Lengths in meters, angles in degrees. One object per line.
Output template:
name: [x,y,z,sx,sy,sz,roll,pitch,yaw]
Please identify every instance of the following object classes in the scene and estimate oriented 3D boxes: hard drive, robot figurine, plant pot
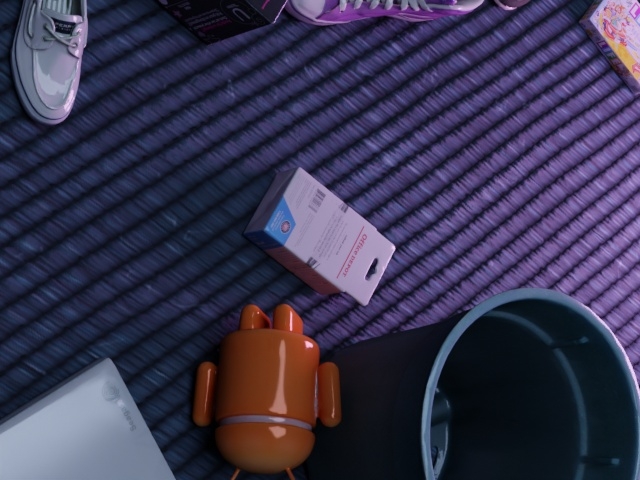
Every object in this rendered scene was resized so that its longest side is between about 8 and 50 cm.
hard drive: [-0.323,0.298,1.594,0.307,0.040,0.203,-32,102,-31]
robot figurine: [-0.067,0.190,1.714,0.158,0.128,0.219,11,69,-23]
plant pot: [0.164,0.242,1.739,0.341,0.334,0.341,5,81,-32]

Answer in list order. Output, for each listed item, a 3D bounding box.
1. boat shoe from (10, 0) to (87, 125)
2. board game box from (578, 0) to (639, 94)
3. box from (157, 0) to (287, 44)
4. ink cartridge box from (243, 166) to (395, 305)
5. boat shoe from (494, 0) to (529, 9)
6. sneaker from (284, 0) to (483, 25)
boat shoe: [-0.316,-0.252,1.644,0.083,0.076,0.226,0,84,-33]
board game box: [0.482,-0.321,2.198,0.154,0.026,0.103,47,62,-19]
box: [-0.092,-0.390,1.755,0.142,0.163,0.247,41,65,-26]
ink cartridge box: [0.000,0.000,1.826,0.180,0.060,0.104,39,64,-23]
boat shoe: [0.347,-0.494,2.091,0.112,0.095,0.335,38,65,-23]
sneaker: [0.095,-0.343,1.866,0.282,0.161,0.102,-8,100,-32]
